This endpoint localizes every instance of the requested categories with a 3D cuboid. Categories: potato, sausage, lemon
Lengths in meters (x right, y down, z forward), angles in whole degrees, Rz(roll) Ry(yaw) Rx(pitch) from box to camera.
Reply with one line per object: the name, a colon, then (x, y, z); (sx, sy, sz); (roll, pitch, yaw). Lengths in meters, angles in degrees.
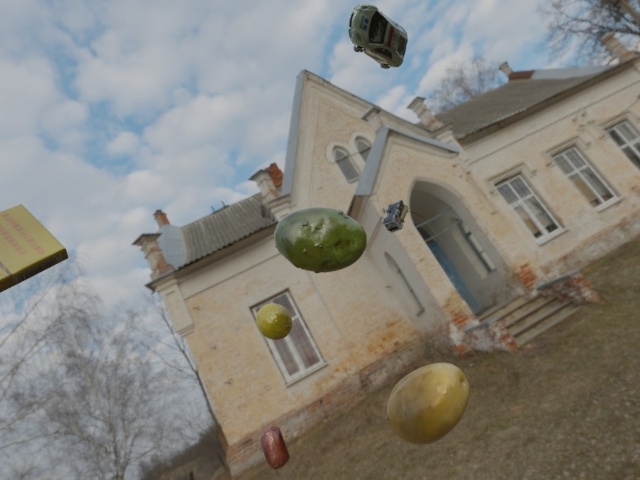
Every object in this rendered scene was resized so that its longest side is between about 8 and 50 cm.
potato: (0.000, 0.000, 1.099); (0.252, 0.187, 0.149); (9, -20, -1)
sausage: (-0.111, 0.493, 0.959); (0.054, 0.094, 0.059); (-23, -25, -10)
potato: (0.223, 0.349, 0.856); (0.145, 0.151, 0.234); (5, -42, -10)
lemon: (-0.146, 0.252, 1.257); (0.109, 0.133, 0.109); (-26, -54, -41)

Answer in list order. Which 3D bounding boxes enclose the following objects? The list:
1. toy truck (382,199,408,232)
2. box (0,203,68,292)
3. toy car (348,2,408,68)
toy truck: (0.245, -0.078, 1.288); (0.052, 0.063, 0.123); (-20, 29, 40)
box: (-0.358, 0.026, 0.408); (0.155, 0.087, 0.023); (-39, -15, -42)
toy car: (0.135, -0.456, 0.903); (0.204, 0.056, 0.096); (-3, -71, -52)
